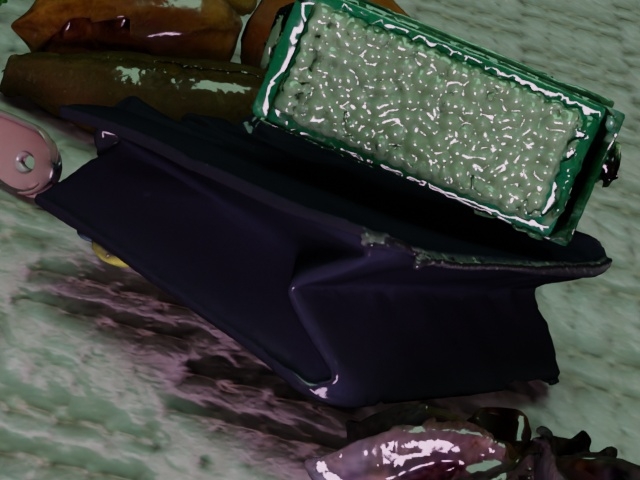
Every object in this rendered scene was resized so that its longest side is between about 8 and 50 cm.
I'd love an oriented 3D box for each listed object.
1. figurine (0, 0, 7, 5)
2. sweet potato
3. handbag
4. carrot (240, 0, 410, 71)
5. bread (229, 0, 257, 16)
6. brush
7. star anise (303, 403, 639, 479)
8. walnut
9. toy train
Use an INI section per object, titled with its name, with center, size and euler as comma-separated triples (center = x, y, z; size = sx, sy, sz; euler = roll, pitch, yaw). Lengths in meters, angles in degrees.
[figurine]
center = -0.371, -0.253, 1.603
size = 0.156, 0.115, 0.095
euler = 33, -9, -6
[sweet potato]
center = -0.137, -0.112, 1.449
size = 0.285, 0.085, 0.112
euler = 5, -9, 3
[handbag]
center = 0.000, 0.000, 1.206
size = 0.329, 0.122, 0.303
euler = 28, 16, 35
[carrot]
center = 0.050, -0.151, 1.528
size = 0.225, 0.159, 0.159
euler = 34, 32, 30
[bread]
center = -0.169, -0.264, 1.673
size = 0.174, 0.121, 0.245
euler = 2, 27, -23
[brush]
center = -0.318, -0.121, 1.375
size = 0.312, 0.072, 0.067
euler = 28, 15, 23
[star anise]
center = 0.115, 0.157, 0.992
size = 0.282, 0.129, 0.212
euler = 18, 19, 34
[walnut]
center = -0.172, -0.187, 1.515
size = 0.207, 0.116, 0.116
euler = 3, 26, 0
[toy train]
center = 0.083, -0.086, 1.187
size = 0.269, 0.115, 0.154
euler = 23, 13, 0
